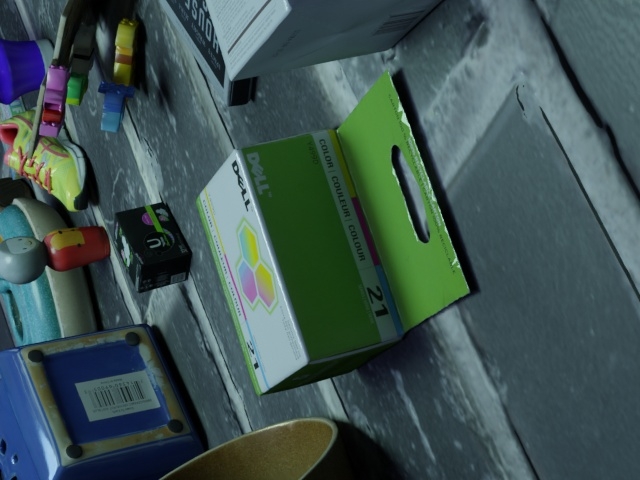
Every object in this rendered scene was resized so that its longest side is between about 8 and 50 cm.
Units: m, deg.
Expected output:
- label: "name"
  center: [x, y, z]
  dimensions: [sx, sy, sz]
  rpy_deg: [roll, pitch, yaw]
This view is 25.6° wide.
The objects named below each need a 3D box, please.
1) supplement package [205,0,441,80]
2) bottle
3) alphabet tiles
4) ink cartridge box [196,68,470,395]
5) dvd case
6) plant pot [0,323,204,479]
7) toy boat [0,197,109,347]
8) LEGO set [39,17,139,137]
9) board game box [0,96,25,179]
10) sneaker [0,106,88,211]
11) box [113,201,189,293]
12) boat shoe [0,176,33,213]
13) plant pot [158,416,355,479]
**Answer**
- label: "supplement package"
  center: [-0.020, -0.257, 0.985]
  dimensions: [0.139, 0.133, 0.244]
  rpy_deg: [-33, 73, 65]
- label: "bottle"
  center: [-0.492, -0.213, 1.873]
  dimensions: [0.118, 0.282, 0.092]
  rpy_deg: [63, 153, 30]
- label: "alphabet tiles"
  center: [-0.288, -0.230, 1.610]
  dimensions: [0.237, 0.009, 0.198]
  rpy_deg: [120, 168, -58]
- label: "ink cartridge box"
  center: [0.000, 0.000, 1.127]
  dimensions: [0.255, 0.097, 0.189]
  rpy_deg: [-43, 63, 64]
- label: "dvd case"
  center: [-0.099, -0.268, 1.286]
  dimensions: [0.179, 0.029, 0.239]
  rpy_deg: [57, 149, 38]
- label: "plant pot"
  center: [-0.281, 0.242, 1.730]
  dimensions: [0.236, 0.235, 0.212]
  rpy_deg: [62, 145, 31]
- label: "toy boat"
  center: [-0.396, 0.050, 1.970]
  dimensions: [0.318, 0.148, 0.268]
  rpy_deg: [-42, 64, 64]
- label: "LEGO set"
  center: [-0.241, -0.194, 1.549]
  dimensions: [0.227, 0.087, 0.093]
  rpy_deg: [-89, 9, -64]
- label: "board game box"
  center: [-0.475, -0.184, 2.169]
  dimensions: [0.103, 0.026, 0.154]
  rpy_deg: [-44, 62, 63]
- label: "sneaker"
  center: [-0.377, -0.104, 1.912]
  dimensions: [0.208, 0.094, 0.082]
  rpy_deg: [51, 145, 42]
- label: "box"
  center: [-0.192, 0.007, 1.600]
  dimensions: [0.083, 0.062, 0.052]
  rpy_deg: [59, 153, 33]
- label: "boat shoe"
  center: [-0.468, -0.034, 2.195]
  dimensions: [0.190, 0.068, 0.072]
  rpy_deg: [44, 152, 51]
- label: "plant pot"
  center: [-0.040, 0.328, 1.270]
  dimensions: [0.254, 0.237, 0.237]
  rpy_deg: [65, 158, -10]
